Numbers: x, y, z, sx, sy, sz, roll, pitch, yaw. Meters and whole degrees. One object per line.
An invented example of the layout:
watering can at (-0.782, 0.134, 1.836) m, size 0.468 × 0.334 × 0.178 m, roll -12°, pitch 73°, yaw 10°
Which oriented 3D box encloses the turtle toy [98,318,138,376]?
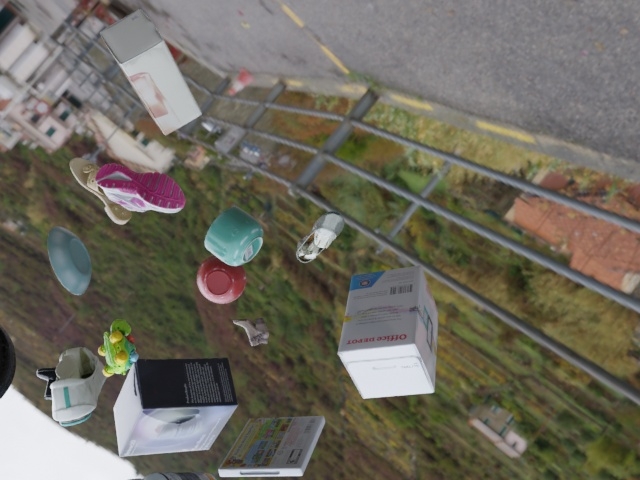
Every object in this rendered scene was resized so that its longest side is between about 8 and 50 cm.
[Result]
turtle toy at (-0.441, 0.234, 1.542) m, size 0.066 × 0.095 × 0.130 m, roll 2°, pitch -121°, yaw -41°

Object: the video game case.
video game case at (-0.113, 0.499, 1.707) m, size 0.227 × 0.206 × 0.026 m, roll -52°, pitch -46°, yaw -67°

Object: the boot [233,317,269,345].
boot at (-0.220, 0.293, 2.238) m, size 0.118 × 0.087 × 0.042 m, roll -5°, pitch -177°, yaw 24°

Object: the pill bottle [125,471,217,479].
pill bottle at (-0.427, 0.739, 1.980) m, size 0.278 × 0.162 × 0.162 m, roll 19°, pitch -169°, yaw -47°

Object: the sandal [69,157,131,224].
sandal at (-0.612, -0.162, 1.997) m, size 0.240 × 0.088 × 0.079 m, roll 52°, pitch 133°, yaw 2°

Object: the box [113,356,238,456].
box at (-0.449, 0.510, 2.142) m, size 0.294 × 0.296 × 0.183 m, roll 5°, pitch -134°, yaw -28°

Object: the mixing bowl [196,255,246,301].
mixing bowl at (-0.359, 0.145, 2.501) m, size 0.181 × 0.181 × 0.098 m, roll 39°, pitch -176°, yaw -4°

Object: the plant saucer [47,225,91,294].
plant saucer at (-0.657, 0.048, 1.872) m, size 0.195 × 0.037 × 0.195 m, roll -19°, pitch -90°, yaw -84°

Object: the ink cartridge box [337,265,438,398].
ink cartridge box at (0.184, 0.237, 1.815) m, size 0.198 × 0.270 × 0.197 m, roll -10°, pitch 129°, yaw 21°

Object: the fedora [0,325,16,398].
fedora at (-0.873, 0.298, 1.606) m, size 0.334 × 0.152 × 0.334 m, roll 29°, pitch -149°, yaw -19°

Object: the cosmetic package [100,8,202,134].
cosmetic package at (-0.445, -0.440, 1.867) m, size 0.153 × 0.129 × 0.296 m, roll 54°, pitch 172°, yaw 30°

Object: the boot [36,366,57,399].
boot at (-0.874, 0.464, 2.265) m, size 0.121 × 0.099 × 0.045 m, roll -10°, pitch 155°, yaw 22°

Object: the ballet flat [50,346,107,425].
ballet flat at (-0.629, 0.347, 1.816) m, size 0.139 × 0.139 × 0.400 m, roll 40°, pitch 176°, yaw -15°

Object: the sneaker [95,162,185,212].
sneaker at (-0.490, -0.131, 1.941) m, size 0.252 × 0.103 × 0.111 m, roll 19°, pitch 153°, yaw 7°

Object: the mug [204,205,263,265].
mug at (-0.193, -0.005, 1.696) m, size 0.097 × 0.129 × 0.158 m, roll 35°, pitch -160°, yaw 19°

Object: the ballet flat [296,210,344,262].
ballet flat at (0.000, 0.000, 1.768) m, size 0.072 × 0.068 × 0.213 m, roll 20°, pitch 149°, yaw -17°
